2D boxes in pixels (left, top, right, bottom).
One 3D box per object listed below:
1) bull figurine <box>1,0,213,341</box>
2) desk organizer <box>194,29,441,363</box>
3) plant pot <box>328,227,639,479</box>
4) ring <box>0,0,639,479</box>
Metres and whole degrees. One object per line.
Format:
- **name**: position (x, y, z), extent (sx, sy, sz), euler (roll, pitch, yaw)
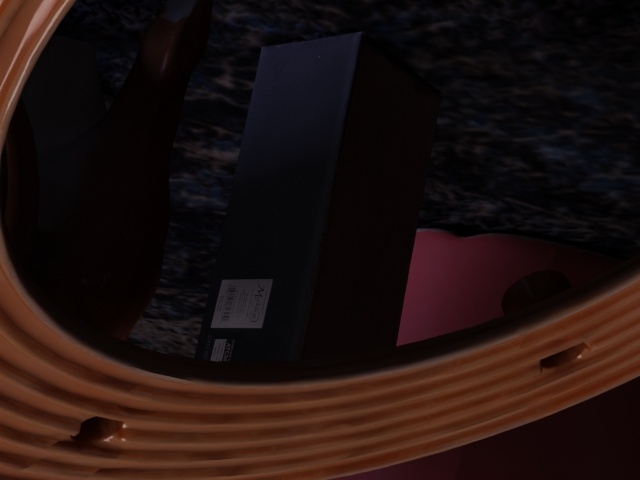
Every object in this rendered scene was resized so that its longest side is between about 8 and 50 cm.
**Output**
- **bull figurine**: position (-0.117, 0.003, 0.615), extent (0.101, 0.188, 0.310), euler (21, 160, -19)
- **desk organizer**: position (0.000, 0.000, 0.619), extent (0.047, 0.130, 0.050), euler (-4, 156, 40)
- **plant pot**: position (0.068, 0.141, 0.799), extent (0.274, 0.243, 0.275), euler (12, 160, 4)
- **ring**: position (0.034, -0.040, 0.407), extent (0.336, 0.032, 0.337), euler (-16, 147, -10)
